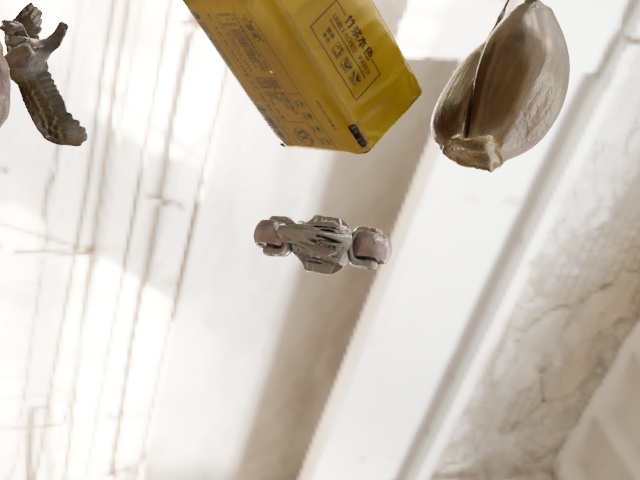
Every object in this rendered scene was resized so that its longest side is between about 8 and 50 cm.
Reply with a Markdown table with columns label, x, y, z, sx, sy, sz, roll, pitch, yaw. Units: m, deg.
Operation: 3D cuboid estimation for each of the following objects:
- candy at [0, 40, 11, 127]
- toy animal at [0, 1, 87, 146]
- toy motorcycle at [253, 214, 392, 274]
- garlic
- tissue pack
| label | x | y | z | sx | sy | sz | roll | pitch | yaw |
| --- | --- | --- | --- | --- | --- | --- | --- | --- | --- |
| candy | -0.461 | -0.197 | 1.240 | 0.157 | 0.289 | 0.214 | -15 | -139 | 46 |
| toy animal | -0.503 | -0.299 | 1.995 | 0.160 | 0.197 | 0.273 | 118 | -44 | -55 |
| toy motorcycle | 0.000 | 0.000 | 2.148 | 0.112 | 0.254 | 0.112 | 7 | 90 | -76 |
| garlic | 0.320 | -0.308 | 2.242 | 0.231 | 0.245 | 0.340 | 22 | -74 | 42 |
| tissue pack | -0.032 | -0.371 | 2.271 | 0.293 | 0.228 | 0.382 | 12 | -35 | 50 |
